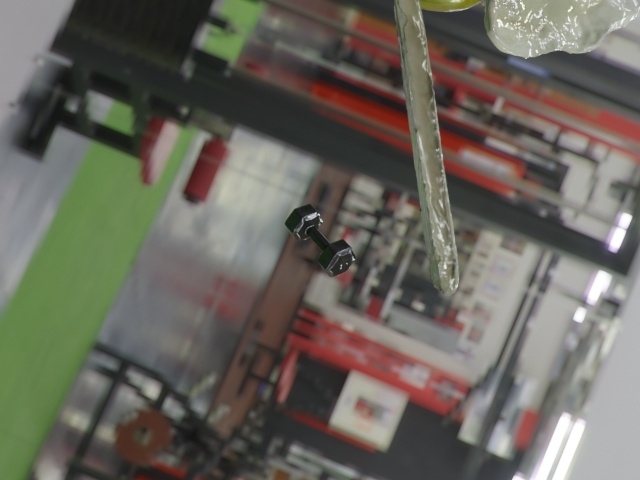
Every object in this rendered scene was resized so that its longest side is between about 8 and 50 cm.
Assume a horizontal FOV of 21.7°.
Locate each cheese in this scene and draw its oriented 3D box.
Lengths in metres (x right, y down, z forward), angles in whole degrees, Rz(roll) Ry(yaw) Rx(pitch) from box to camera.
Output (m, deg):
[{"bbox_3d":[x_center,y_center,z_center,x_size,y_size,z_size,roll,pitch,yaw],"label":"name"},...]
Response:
[{"bbox_3d":[0.112,-0.138,1.841,0.085,0.034,0.400,-77,158,-83],"label":"cheese"}]

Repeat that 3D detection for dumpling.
[{"bbox_3d":[0.310,-0.372,2.185,0.187,0.243,0.318,98,3,-46],"label":"dumpling"}]

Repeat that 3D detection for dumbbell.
[{"bbox_3d":[0.000,0.000,1.714,0.036,0.083,0.040,-39,149,-6],"label":"dumbbell"}]

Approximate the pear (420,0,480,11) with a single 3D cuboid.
[{"bbox_3d":[0.194,-0.473,2.681,0.212,0.269,0.212,-27,128,-41],"label":"pear"}]
